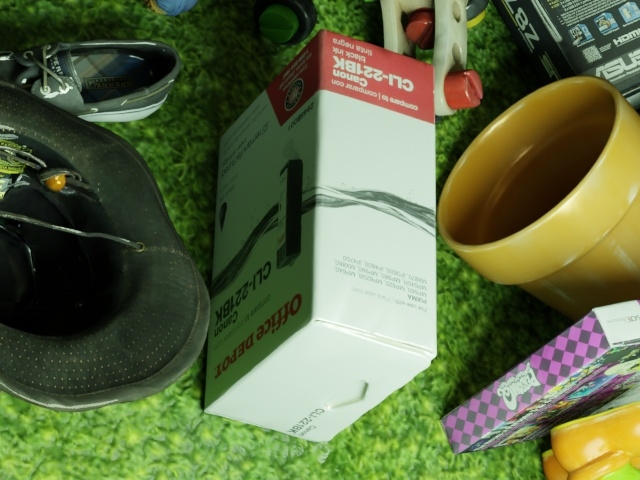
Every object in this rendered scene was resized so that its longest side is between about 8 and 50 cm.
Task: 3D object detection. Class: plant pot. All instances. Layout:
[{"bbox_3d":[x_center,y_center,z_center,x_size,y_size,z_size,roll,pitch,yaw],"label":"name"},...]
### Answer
[{"bbox_3d":[0.243,-0.014,1.721,0.188,0.205,0.205,44,48,-26],"label":"plant pot"}]

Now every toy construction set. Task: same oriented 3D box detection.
[{"bbox_3d":[0.111,-0.280,1.716,0.257,0.309,0.237,46,44,-14],"label":"toy construction set"}]

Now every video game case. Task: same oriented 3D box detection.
[{"bbox_3d":[0.248,0.108,1.618,0.210,0.232,0.042,-9,68,-36],"label":"video game case"}]

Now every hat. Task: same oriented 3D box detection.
[{"bbox_3d":[-0.248,0.023,1.404,0.331,0.134,0.331,26,35,-20],"label":"hat"}]

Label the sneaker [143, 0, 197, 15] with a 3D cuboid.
[{"bbox_3d":[-0.091,-0.341,1.679,0.131,0.112,0.296,9,84,-31],"label":"sneaker"}]

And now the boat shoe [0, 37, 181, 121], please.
[{"bbox_3d":[-0.214,-0.130,1.547,0.228,0.076,0.080,-5,68,-35],"label":"boat shoe"}]

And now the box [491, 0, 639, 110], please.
[{"bbox_3d":[0.353,-0.320,1.910,0.395,0.097,0.318,-25,76,-16],"label":"box"}]

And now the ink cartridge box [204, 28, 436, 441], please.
[{"bbox_3d":[0.000,0.000,1.537,0.114,0.197,0.273,15,57,-24],"label":"ink cartridge box"}]

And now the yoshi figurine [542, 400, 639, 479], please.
[{"bbox_3d":[0.316,0.316,1.579,0.203,0.203,0.362,-1,68,-41],"label":"yoshi figurine"}]
